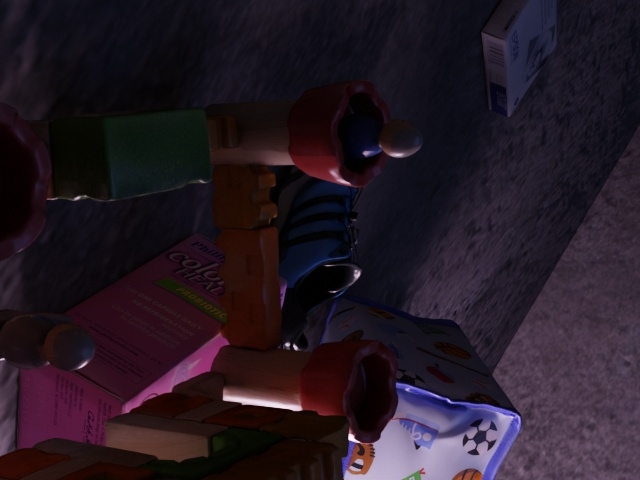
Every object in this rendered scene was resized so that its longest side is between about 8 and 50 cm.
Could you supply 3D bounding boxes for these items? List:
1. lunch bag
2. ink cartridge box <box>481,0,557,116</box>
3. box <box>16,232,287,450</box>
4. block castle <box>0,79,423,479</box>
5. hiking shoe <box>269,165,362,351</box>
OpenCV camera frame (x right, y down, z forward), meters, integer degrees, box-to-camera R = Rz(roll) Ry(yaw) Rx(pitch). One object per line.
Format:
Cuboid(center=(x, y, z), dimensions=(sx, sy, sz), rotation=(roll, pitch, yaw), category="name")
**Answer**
Cuboid(center=(0.062, 0.307, 1.451), dimensions=(0.328, 0.238, 0.386), rotation=(-105, -148, -73), category="lunch bag")
Cuboid(center=(0.323, -0.334, 1.705), dimensions=(0.224, 0.045, 0.223), rotation=(-58, 158, -15), category="ink cartridge box")
Cuboid(center=(-0.158, 0.147, 1.046), dimensions=(0.243, 0.117, 0.214), rotation=(-36, 146, -51), category="box")
Cuboid(center=(-0.101, 0.049, 0.763), dimensions=(0.453, 0.212, 0.303), rotation=(-15, 105, -55), category="block castle")
Cuboid(center=(0.000, 0.000, 1.216), dimensions=(0.304, 0.132, 0.113), rotation=(-55, 156, -25), category="hiking shoe")
